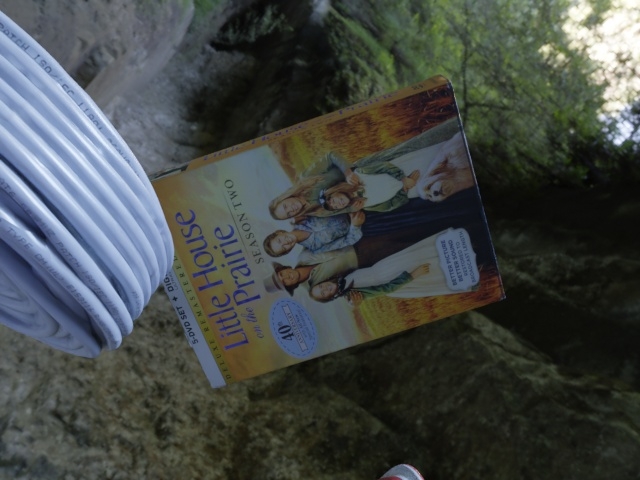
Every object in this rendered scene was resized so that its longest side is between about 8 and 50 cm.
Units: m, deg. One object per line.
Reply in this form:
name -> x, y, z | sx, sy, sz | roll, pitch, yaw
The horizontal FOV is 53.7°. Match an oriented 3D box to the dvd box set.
dvd box set -> 0.000, 0.000, 0.824 | 0.420, 0.307, 0.062 | -17, -160, 4

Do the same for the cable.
cable -> -0.209, -0.034, 0.374 | 0.257, 0.257, 0.089 | -24, -151, 56

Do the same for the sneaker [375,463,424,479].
sneaker -> 0.012, 0.310, 0.652 | 0.128, 0.087, 0.221 | -6, 138, -37
